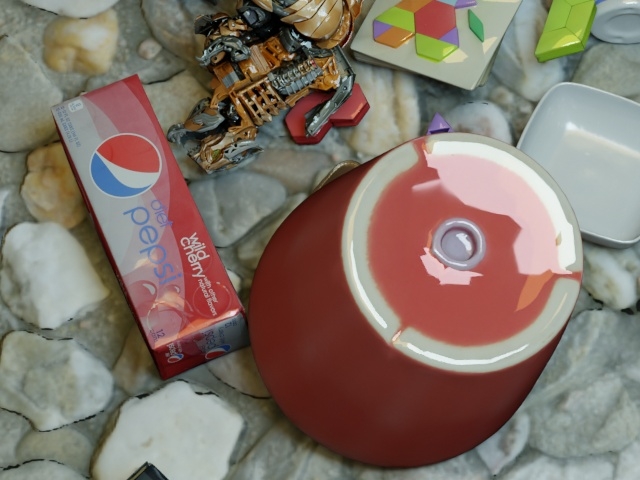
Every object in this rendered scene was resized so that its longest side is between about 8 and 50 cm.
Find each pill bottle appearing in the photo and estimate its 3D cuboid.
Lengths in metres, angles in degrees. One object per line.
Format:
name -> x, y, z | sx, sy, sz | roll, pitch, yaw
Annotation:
pill bottle -> 0.290, -0.263, 1.857 | 0.078, 0.078, 0.137 | 1, 66, 3

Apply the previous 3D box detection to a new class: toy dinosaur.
toy dinosaur -> -0.040, -0.219, 1.819 | 0.218, 0.164, 0.322 | 38, 69, 10

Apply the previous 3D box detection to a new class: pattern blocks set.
pattern blocks set -> 0.118, -0.228, 1.844 | 0.285, 0.026, 0.324 | 6, 67, 19

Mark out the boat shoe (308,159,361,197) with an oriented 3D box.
boat shoe -> -0.001, 0.000, 1.763 | 0.064, 0.060, 0.178 | 24, 69, 12

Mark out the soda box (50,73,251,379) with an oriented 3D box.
soda box -> -0.154, -0.014, 1.763 | 0.092, 0.083, 0.263 | -23, 67, -8

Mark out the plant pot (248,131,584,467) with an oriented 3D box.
plant pot -> 0.089, 0.036, 1.612 | 0.275, 0.243, 0.275 | 3, 75, -9

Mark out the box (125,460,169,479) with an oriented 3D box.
box -> -0.129, 0.321, 1.632 | 0.220, 0.051, 0.175 | 42, 74, 18

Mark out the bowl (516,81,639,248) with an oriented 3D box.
bowl -> 0.249, -0.064, 1.785 | 0.142, 0.053, 0.142 | 22, 70, 11
